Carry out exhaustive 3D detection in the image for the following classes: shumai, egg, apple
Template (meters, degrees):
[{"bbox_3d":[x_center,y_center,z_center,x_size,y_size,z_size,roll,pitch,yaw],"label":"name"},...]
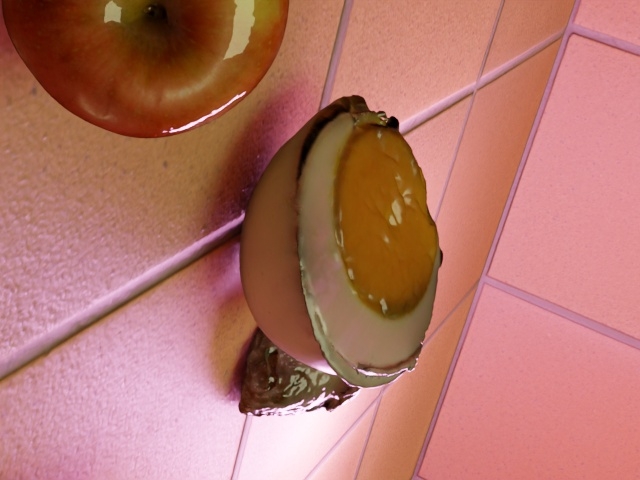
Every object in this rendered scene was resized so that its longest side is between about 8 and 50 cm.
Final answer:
[{"bbox_3d":[-0.010,0.168,1.255,0.184,0.142,0.184,21,90,-74],"label":"shumai"},{"bbox_3d":[-0.002,0.003,1.054,0.264,0.174,0.286,-39,121,-50],"label":"egg"},{"bbox_3d":[-0.099,-0.142,0.590,0.139,0.163,0.163,-121,-134,-65],"label":"apple"}]
